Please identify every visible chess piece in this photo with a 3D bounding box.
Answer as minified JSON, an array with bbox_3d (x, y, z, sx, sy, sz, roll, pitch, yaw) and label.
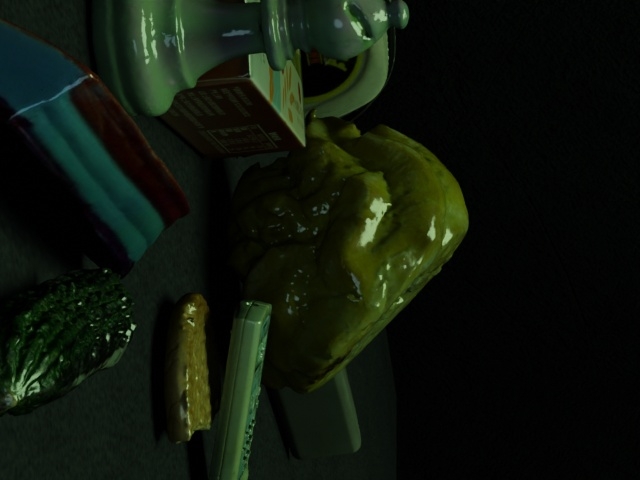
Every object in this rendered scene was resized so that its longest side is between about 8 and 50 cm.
[{"bbox_3d":[-0.058,-0.187,1.549,0.139,0.272,0.139,-5,90,-82],"label":"chess piece"}]

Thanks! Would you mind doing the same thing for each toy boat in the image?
[{"bbox_3d":[-0.164,-0.051,1.256,0.079,0.136,0.392,-57,166,-11],"label":"toy boat"}]

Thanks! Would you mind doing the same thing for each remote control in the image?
[{"bbox_3d":[-0.085,0.178,1.799,0.098,0.038,0.233,-63,162,-80],"label":"remote control"}]

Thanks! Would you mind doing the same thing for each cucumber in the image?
[{"bbox_3d":[-0.181,0.065,1.156,0.265,0.077,0.077,-27,111,-81],"label":"cucumber"}]

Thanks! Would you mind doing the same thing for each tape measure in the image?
[{"bbox_3d":[-0.013,-0.238,2.158,0.133,0.231,0.271,-90,171,-52],"label":"tape measure"}]

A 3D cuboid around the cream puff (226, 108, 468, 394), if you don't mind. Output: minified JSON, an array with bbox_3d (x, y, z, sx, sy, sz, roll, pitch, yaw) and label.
[{"bbox_3d":[-0.001,0.001,2.063,0.257,0.324,0.291,46,15,10],"label":"cream puff"}]

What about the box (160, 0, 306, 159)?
[{"bbox_3d":[-0.108,-0.288,1.841,0.385,0.122,0.344,44,42,-80],"label":"box"}]

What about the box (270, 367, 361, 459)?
[{"bbox_3d":[-0.010,0.211,2.377,0.243,0.103,0.055,76,6,-53],"label":"box"}]

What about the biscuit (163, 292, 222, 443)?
[{"bbox_3d":[-0.128,0.124,1.725,0.224,0.033,0.144,-44,130,-85],"label":"biscuit"}]
